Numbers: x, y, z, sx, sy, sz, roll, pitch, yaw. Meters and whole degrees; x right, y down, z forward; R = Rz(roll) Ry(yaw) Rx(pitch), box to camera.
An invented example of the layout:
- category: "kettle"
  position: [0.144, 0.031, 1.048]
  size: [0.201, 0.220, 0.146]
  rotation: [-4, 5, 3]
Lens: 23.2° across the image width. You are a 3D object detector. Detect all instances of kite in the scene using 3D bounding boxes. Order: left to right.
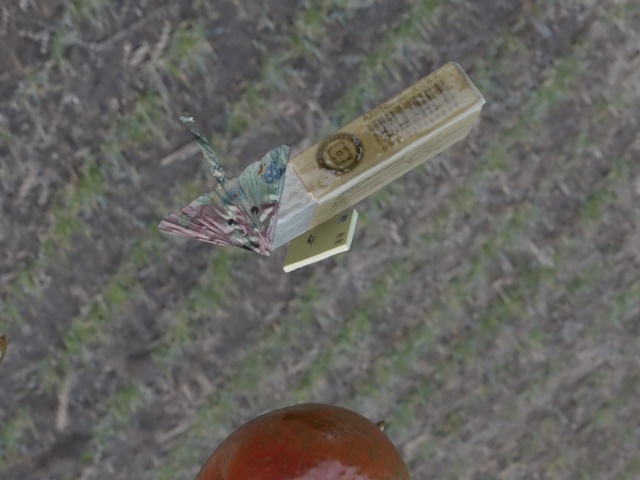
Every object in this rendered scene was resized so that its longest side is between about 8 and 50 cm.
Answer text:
- category: "kite"
  position: [-0.084, -0.048, 1.361]
  size: [0.139, 0.156, 0.011]
  rotation: [-29, 161, -3]

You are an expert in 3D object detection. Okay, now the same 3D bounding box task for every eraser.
- category: "eraser"
  position: [0.059, -0.114, 2.140]
  size: [0.343, 0.078, 0.144]
  rotation: [-31, 168, -12]

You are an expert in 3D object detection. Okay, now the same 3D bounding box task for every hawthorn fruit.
- category: "hawthorn fruit"
  position: [-0.002, 0.319, 1.920]
  size: [0.298, 0.277, 0.277]
  rotation: [-43, 160, -40]

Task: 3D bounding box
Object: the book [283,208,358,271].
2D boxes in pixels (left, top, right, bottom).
- category: "book"
  position: [0.000, 0.000, 2.207]
  size: [0.111, 0.077, 0.014]
  rotation: [-21, 125, 30]

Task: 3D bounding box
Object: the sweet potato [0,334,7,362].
- category: "sweet potato"
  position: [-0.304, 0.102, 1.360]
  size: [0.034, 0.034, 0.095]
  rotation: [-50, 164, 26]
